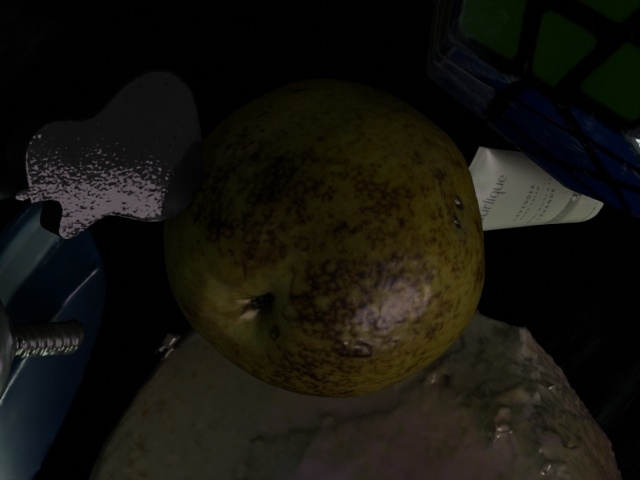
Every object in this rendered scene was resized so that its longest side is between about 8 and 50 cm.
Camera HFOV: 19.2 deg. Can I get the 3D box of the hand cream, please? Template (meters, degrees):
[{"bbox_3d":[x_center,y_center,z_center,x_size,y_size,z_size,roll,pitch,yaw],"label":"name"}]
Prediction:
[{"bbox_3d":[0.167,-0.040,1.525,0.186,0.054,0.087,-4,129,-47],"label":"hand cream"}]

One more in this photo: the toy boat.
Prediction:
[{"bbox_3d":[-0.196,0.091,1.135,0.096,0.062,0.299,-14,141,-48],"label":"toy boat"}]

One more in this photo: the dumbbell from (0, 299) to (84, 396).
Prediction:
[{"bbox_3d":[-0.235,0.058,0.977,0.254,0.082,0.082,-2,133,-40],"label":"dumbbell"}]

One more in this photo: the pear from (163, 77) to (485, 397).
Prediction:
[{"bbox_3d":[0.000,0.000,1.135,0.197,0.197,0.197,-36,154,-21],"label":"pear"}]

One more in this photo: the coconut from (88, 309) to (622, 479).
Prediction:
[{"bbox_3d":[0.043,0.232,1.354,0.404,0.404,0.405,-36,154,-21],"label":"coconut"}]

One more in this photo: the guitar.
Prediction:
[{"bbox_3d":[-0.164,-0.029,1.016,0.233,0.025,0.088,-22,117,-32],"label":"guitar"}]

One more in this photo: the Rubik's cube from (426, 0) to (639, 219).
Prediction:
[{"bbox_3d":[0.205,-0.163,1.084,0.264,0.319,0.319,-54,156,-6],"label":"Rubik's cube"}]
